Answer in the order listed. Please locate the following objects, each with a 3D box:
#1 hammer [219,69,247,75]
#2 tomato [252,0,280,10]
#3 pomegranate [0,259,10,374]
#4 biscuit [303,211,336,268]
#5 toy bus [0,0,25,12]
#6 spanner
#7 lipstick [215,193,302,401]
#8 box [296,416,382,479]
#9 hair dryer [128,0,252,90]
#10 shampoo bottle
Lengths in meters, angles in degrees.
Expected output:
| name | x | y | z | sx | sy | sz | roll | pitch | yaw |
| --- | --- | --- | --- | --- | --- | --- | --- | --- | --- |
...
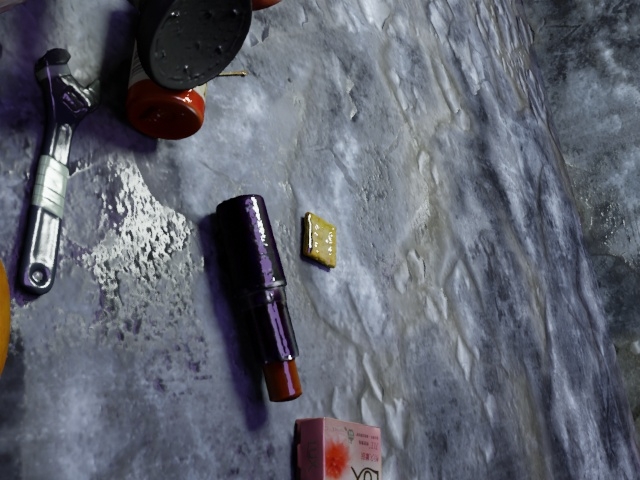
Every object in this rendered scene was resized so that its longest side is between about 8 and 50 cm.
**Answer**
| name | x | y | z | sx | sy | sz | roll | pitch | yaw |
| --- | --- | --- | --- | --- | --- | --- | --- | --- | --- |
| hammer | -0.158 | -0.270 | 1.046 | 0.123 | 0.014 | 0.029 | -25 | 103 | -56 |
| tomato | -0.120 | -0.455 | 1.057 | 0.167 | 0.167 | 0.167 | 26 | 55 | -44 |
| pomegranate | -0.357 | 0.057 | 0.457 | 0.264 | 0.264 | 0.264 | 26 | 55 | -44 |
| biscuit | 0.000 | 0.000 | 1.117 | 0.081 | 0.018 | 0.083 | 26 | 55 | -44 |
| toy bus | -0.429 | -0.394 | 0.619 | 0.171 | 0.162 | 0.386 | -39 | 105 | -34 |
| spanner | -0.308 | -0.086 | 0.761 | 0.087 | 0.024 | 0.316 | 27 | 53 | -50 |
| lipstick | -0.083 | 0.081 | 0.922 | 0.081 | 0.081 | 0.300 | -5 | 78 | -53 |
| box | 0.029 | 0.330 | 0.971 | 0.156 | 0.060 | 0.111 | 24 | 58 | -44 |
| hair dryer | -0.168 | -0.388 | 0.809 | 0.320 | 0.284 | 0.156 | 54 | -3 | 18 |
| shampoo bottle | -0.207 | -0.285 | 0.911 | 0.104 | 0.104 | 0.278 | 26 | 55 | -44 |
